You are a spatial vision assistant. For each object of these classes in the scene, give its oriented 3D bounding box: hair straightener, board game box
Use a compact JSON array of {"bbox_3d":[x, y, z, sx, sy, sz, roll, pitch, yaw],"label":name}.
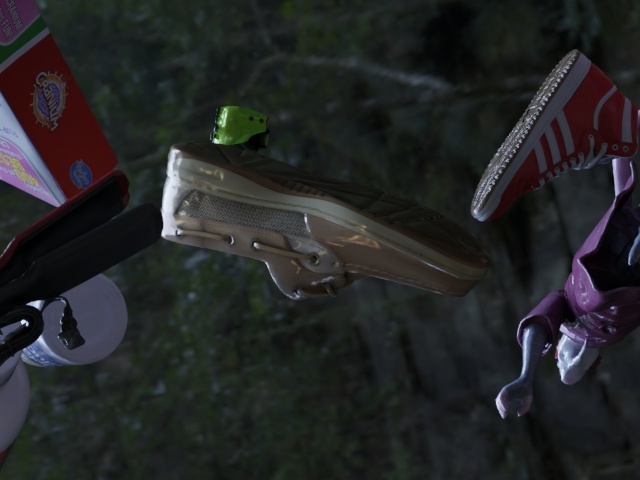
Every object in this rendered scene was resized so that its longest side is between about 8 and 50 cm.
[{"bbox_3d":[-0.194,0.039,1.107,0.230,0.089,0.047,-32,-35,-27],"label":"hair straightener"},{"bbox_3d":[-0.314,-0.170,1.343,0.064,0.242,0.316,-54,-28,-21],"label":"board game box"}]

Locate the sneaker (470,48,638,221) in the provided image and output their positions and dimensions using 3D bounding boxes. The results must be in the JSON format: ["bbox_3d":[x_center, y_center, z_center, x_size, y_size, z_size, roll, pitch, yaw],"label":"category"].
[{"bbox_3d":[0.143,-0.048,1.003,0.067,0.042,0.118,36,-98,-10],"label":"sneaker"}]

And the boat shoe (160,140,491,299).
[{"bbox_3d":[0.000,0.000,1.620,0.122,0.341,0.110,-10,-63,-61],"label":"boat shoe"}]

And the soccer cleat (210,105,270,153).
[{"bbox_3d":[-0.105,-0.125,2.172,0.179,0.072,0.060,120,157,-74],"label":"soccer cleat"}]

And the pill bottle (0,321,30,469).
[{"bbox_3d":[-0.382,0.181,1.579,0.182,0.323,0.181,18,-139,-16],"label":"pill bottle"}]

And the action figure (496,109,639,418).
[{"bbox_3d":[0.317,0.044,1.889,0.248,0.370,0.275,-1,-115,-13],"label":"action figure"}]

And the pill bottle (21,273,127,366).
[{"bbox_3d":[-0.266,0.081,1.706,0.094,0.169,0.094,3,-97,-27],"label":"pill bottle"}]
